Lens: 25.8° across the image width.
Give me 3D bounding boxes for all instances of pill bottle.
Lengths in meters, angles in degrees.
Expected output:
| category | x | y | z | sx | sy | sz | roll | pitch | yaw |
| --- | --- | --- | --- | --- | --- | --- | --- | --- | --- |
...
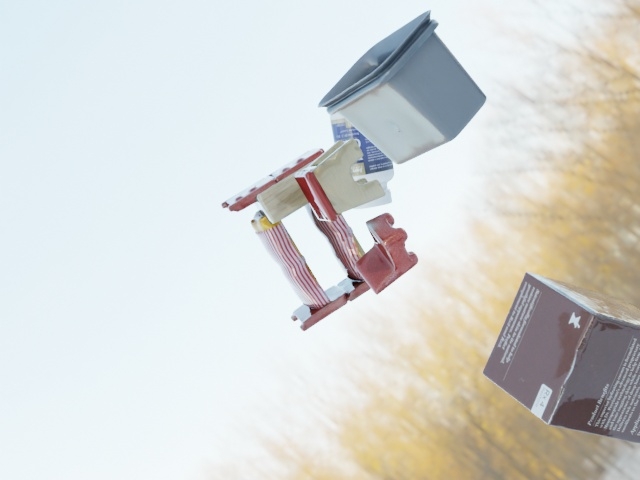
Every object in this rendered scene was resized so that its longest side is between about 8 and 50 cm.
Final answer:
| category | x | y | z | sx | sy | sz | roll | pitch | yaw |
| --- | --- | --- | --- | --- | --- | --- | --- | --- | --- |
| pill bottle | 0.075 | -0.142 | 2.385 | 0.094 | 0.169 | 0.094 | -10 | 5 | 1 |

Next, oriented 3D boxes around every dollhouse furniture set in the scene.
| category | x | y | z | sx | sy | sz | roll | pitch | yaw |
| --- | --- | --- | --- | --- | --- | --- | --- | --- | --- |
| dollhouse furniture set | 0.000 | 0.000 | 1.764 | 0.152 | 0.201 | 0.374 | -32 | 6 | -6 |

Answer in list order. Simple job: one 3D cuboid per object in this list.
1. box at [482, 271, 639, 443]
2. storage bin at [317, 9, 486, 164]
| category | x | y | z | sx | sy | sz | roll | pitch | yaw |
| --- | --- | --- | --- | --- | --- | --- | --- | --- | --- |
| box | 0.376 | 0.166 | 1.957 | 0.203 | 0.167 | 0.168 | 16 | -78 | -31 |
| storage bin | 0.077 | -0.127 | 1.190 | 0.098 | 0.091 | 0.135 | -50 | 12 | -23 |
